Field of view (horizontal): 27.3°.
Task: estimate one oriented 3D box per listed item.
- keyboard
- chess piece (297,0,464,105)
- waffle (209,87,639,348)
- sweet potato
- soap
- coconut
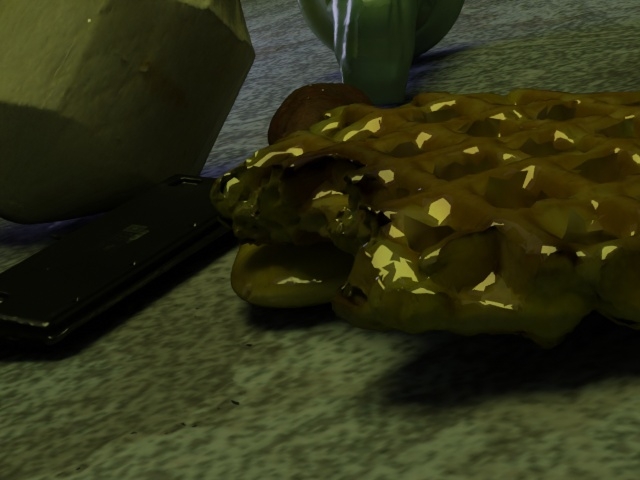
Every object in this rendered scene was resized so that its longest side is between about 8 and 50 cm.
[{"bbox_3d":[-0.111,0.007,0.730,0.093,0.025,0.230,5,22,27],"label":"keyboard"},{"bbox_3d":[0.051,-0.226,1.177,0.175,0.176,0.298,-11,16,7],"label":"chess piece"},{"bbox_3d":[0.084,-0.021,0.562,0.291,0.051,0.291,-3,20,1],"label":"waffle"},{"bbox_3d":[-0.004,-0.064,0.779,0.068,0.068,0.226,-9,1,14],"label":"sweet potato"},{"bbox_3d":[0.000,0.000,0.659,0.089,0.033,0.168,-8,15,1],"label":"soap"},{"bbox_3d":[-0.160,-0.111,0.900,0.202,0.222,0.202,29,4,-2],"label":"coconut"}]
